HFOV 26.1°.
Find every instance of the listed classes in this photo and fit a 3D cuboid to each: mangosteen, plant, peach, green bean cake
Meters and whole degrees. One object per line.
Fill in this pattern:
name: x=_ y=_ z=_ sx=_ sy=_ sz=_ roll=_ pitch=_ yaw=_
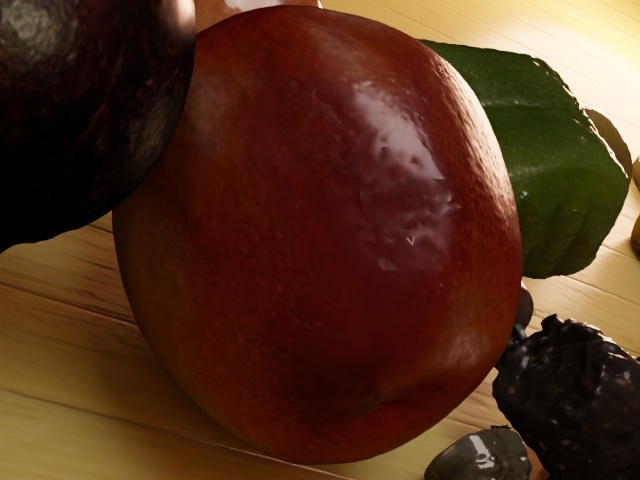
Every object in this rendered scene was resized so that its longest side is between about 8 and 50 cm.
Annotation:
mangosteen: x=-0.231 y=-0.119 z=0.799 sx=0.330 sy=0.330 sz=0.330 roll=28 pitch=29 yaw=-17
plant: x=0.243 y=0.157 z=1.148 sx=0.203 sy=0.142 sz=0.131 roll=49 pitch=-2 yaw=-26
peach: x=0.000 y=0.000 z=0.955 sx=0.308 sy=0.308 sz=0.332 roll=20 pitch=30 yaw=-31
green bean cake: x=0.136 y=-0.070 z=1.223 sx=0.248 sy=0.125 sz=0.222 roll=-1 pitch=45 yaw=-29

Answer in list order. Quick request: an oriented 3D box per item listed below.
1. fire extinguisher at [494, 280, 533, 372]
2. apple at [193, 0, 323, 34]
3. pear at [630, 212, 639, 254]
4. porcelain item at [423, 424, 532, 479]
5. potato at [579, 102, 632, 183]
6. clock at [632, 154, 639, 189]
fire extinguisher: x=0.124 y=0.023 z=1.274 sx=0.105 sy=0.105 sz=0.269 roll=15 pitch=36 yaw=-37
apple: x=-0.094 y=-0.200 z=1.288 sx=0.209 sy=0.164 sz=0.209 roll=26 pitch=29 yaw=-16
pear: x=0.462 y=-0.003 z=1.714 sx=0.141 sy=0.104 sz=0.141 roll=26 pitch=34 yaw=-19
porcelain item: x=0.161 y=0.245 z=1.033 sx=0.081 sy=0.069 sz=0.216 roll=9 pitch=44 yaw=-50
potato: x=0.268 y=-0.096 z=1.596 sx=0.200 sy=0.137 sz=0.154 roll=6 pitch=11 yaw=-45
clock: x=0.538 y=-0.043 z=1.936 sx=0.235 sy=0.029 sz=0.235 roll=28 pitch=29 yaw=-17
